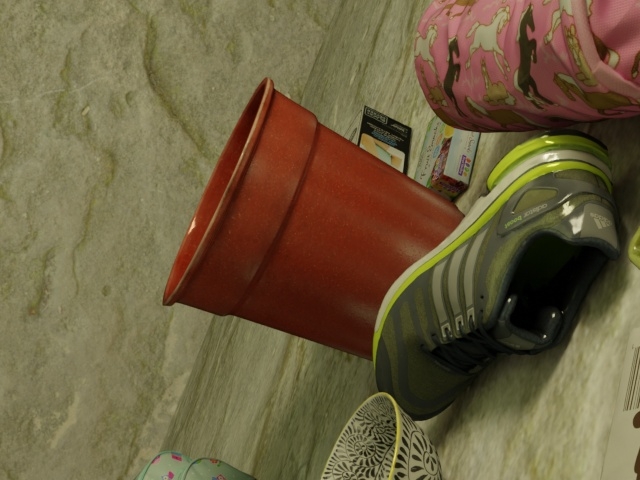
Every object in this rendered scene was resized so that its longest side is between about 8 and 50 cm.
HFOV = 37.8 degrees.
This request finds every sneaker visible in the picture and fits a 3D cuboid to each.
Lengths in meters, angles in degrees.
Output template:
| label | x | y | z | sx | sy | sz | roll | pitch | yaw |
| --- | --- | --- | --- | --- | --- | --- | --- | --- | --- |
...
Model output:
| label | x | y | z | sx | sy | sz | roll | pitch | yaw |
| --- | --- | --- | --- | --- | --- | --- | --- | --- | --- |
| sneaker | 0.132 | 0.054 | 0.752 | 0.121 | 0.111 | 0.300 | -88 | 23 | -53 |

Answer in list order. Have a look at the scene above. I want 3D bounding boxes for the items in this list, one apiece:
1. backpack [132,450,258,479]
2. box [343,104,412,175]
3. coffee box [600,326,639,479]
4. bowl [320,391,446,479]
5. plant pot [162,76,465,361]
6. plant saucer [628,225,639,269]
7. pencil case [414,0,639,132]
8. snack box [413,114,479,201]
| label | x | y | z | sx | sy | sz | roll | pitch | yaw |
| --- | --- | --- | --- | --- | --- | --- | --- | --- | --- |
| backpack | -0.177 | 0.377 | 1.263 | 0.144 | 0.188 | 0.166 | -56 | 14 | 40 |
| box | 0.047 | -0.040 | 1.355 | 0.169 | 0.087 | 0.290 | -56 | 15 | 40 |
| coffee box | 0.163 | 0.158 | 0.307 | 0.098 | 0.141 | 0.247 | -39 | 30 | 65 |
| bowl | 0.058 | 0.223 | 0.792 | 0.170 | 0.080 | 0.170 | -60 | 13 | 23 |
| plant pot | 0.000 | 0.000 | 1.041 | 0.272 | 0.265 | 0.272 | -60 | 12 | 22 |
| plant saucer | 0.261 | -0.035 | 0.490 | 0.188 | 0.045 | 0.188 | -62 | 12 | 13 |
| pencil case | 0.202 | -0.176 | 0.776 | 0.386 | 0.160 | 0.167 | -153 | 58 | -78 |
| snack box | 0.154 | -0.107 | 1.136 | 0.100 | 0.037 | 0.141 | 131 | 160 | -58 |
